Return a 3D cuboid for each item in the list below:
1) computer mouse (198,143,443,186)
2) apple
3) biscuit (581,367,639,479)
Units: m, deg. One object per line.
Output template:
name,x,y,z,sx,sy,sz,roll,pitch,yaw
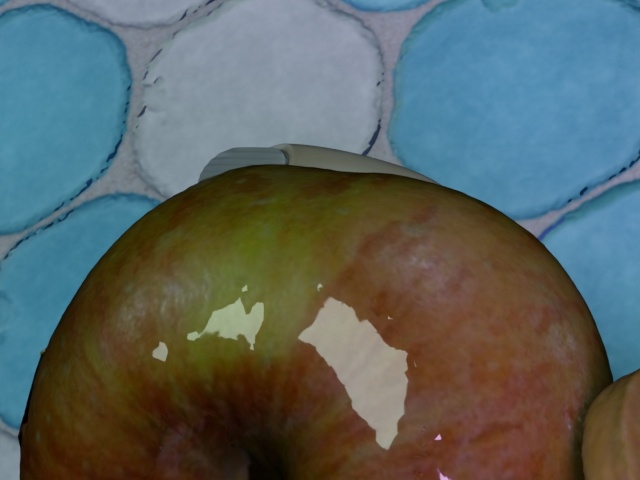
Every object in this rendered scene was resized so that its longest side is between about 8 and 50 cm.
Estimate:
computer mouse,0.000,0.000,1.419,0.236,0.082,0.145,14,72,25
apple,0.006,0.142,1.199,0.400,0.333,0.400,2,95,20
biscuit,0.279,0.224,1.069,0.052,0.275,0.355,-36,85,31
